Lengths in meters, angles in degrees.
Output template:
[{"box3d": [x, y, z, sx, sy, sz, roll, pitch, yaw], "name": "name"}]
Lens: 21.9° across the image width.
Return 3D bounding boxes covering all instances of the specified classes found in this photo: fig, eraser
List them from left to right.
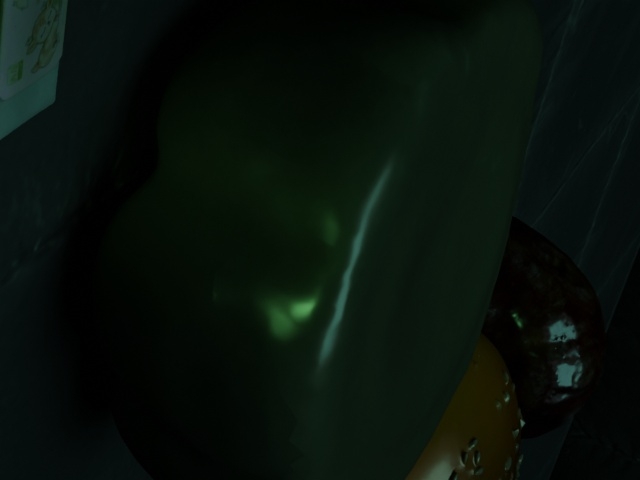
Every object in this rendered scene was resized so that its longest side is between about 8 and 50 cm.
[{"box3d": [-0.097, -0.073, 0.530, 0.038, 0.019, 0.083, -48, 158, -48], "name": "eraser"}, {"box3d": [0.115, 0.040, 1.197, 0.145, 0.170, 0.274, -53, -173, 14], "name": "fig"}]

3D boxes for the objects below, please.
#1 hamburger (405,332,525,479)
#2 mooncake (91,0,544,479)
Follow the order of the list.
[{"box3d": [0.029, 0.142, 0.994, 0.246, 0.170, 0.246, -57, 166, -24], "name": "hamburger"}, {"box3d": [0.000, 0.000, 0.755, 0.275, 0.135, 0.275, -55, 159, -34], "name": "mooncake"}]
